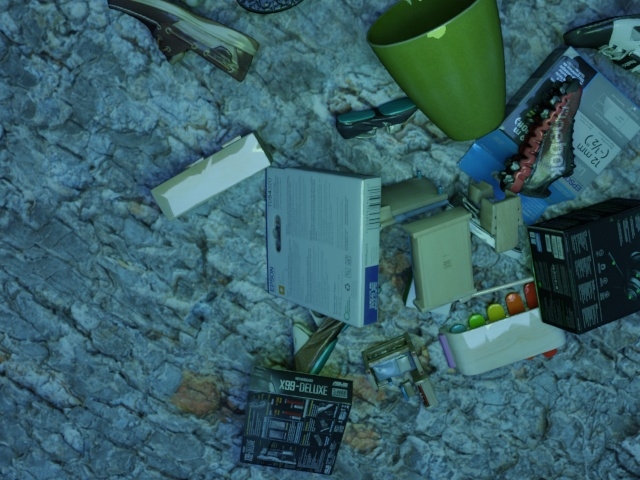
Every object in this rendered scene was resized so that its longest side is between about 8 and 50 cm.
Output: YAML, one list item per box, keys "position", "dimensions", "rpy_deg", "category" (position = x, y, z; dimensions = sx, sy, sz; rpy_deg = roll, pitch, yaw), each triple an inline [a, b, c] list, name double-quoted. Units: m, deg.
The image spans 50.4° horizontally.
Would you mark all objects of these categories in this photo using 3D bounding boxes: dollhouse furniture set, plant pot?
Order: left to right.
- position: [0.200, 0.351, 1.674]
  dimensions: [0.129, 0.129, 0.184]
  rpy_deg: [-24, 102, 5]
  category: "dollhouse furniture set"
- position: [0.252, -0.026, 1.552]
  dimensions: [0.286, 0.303, 0.198]
  rpy_deg: [-19, 121, -14]
  category: "dollhouse furniture set"
- position: [0.284, -0.369, 1.460]
  dimensions: [0.275, 0.275, 0.293]
  rpy_deg: [-29, 120, 6]
  category: "plant pot"

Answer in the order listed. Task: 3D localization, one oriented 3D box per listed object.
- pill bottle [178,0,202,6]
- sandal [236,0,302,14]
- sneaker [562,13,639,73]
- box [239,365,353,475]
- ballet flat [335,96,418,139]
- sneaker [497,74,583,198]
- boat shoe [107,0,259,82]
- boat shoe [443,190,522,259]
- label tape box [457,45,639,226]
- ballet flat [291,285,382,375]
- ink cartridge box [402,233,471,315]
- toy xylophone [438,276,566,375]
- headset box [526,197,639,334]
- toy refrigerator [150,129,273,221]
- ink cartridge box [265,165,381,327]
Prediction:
- position: [-0.359, -0.615, 1.436]
  dimensions: [0.264, 0.153, 0.153]
  rpy_deg: [22, 102, -5]
  category: "pill bottle"
- position: [-0.026, -0.665, 1.466]
  dimensions: [0.167, 0.107, 0.446]
  rpy_deg: [35, 88, -7]
  category: "sandal"
- position: [0.707, -0.425, 1.507]
  dimensions: [0.330, 0.122, 0.146]
  rpy_deg: [-3, 101, 0]
  category: "sneaker"
- position: [-0.064, 0.445, 1.654]
  dimensions: [0.242, 0.076, 0.307]
  rpy_deg: [9, 130, -2]
  category: "box"
- position: [0.135, -0.276, 1.568]
  dimensions: [0.203, 0.074, 0.074]
  rpy_deg: [-15, 103, -4]
  category: "ballet flat"
- position: [0.497, -0.209, 1.454]
  dimensions: [0.135, 0.097, 0.276]
  rpy_deg: [23, 108, -4]
  category: "sneaker"
- position: [-0.312, -0.446, 1.495]
  dimensions: [0.342, 0.123, 0.123]
  rpy_deg: [20, 101, -11]
  category: "boat shoe"
- position: [0.399, -0.035, 1.615]
  dimensions: [0.219, 0.078, 0.070]
  rpy_deg: [35, 101, -6]
  category: "boat shoe"
- position: [0.525, -0.226, 1.556]
  dimensions: [0.249, 0.115, 0.348]
  rpy_deg: [39, 98, -8]
  category: "label tape box"
- position: [0.008, 0.208, 1.659]
  dimensions: [0.124, 0.116, 0.342]
  rpy_deg: [37, 100, 12]
  category: "ballet flat"
- position: [0.279, 0.067, 1.644]
  dimensions: [0.109, 0.062, 0.209]
  rpy_deg: [13, 102, -3]
  category: "ink cartridge box"
- position: [0.451, 0.205, 1.668]
  dimensions: [0.322, 0.081, 0.236]
  rpy_deg: [-11, 103, 2]
  category: "toy xylophone"
- position: [0.647, 0.050, 1.572]
  dimensions: [0.283, 0.131, 0.246]
  rpy_deg: [-17, 103, -17]
  category: "headset box"
- position: [-0.250, -0.154, 1.568]
  dimensions: [0.269, 0.102, 0.094]
  rpy_deg: [-28, 101, 6]
  category: "toy refrigerator"
- position: [0.000, 0.000, 1.548]
  dimensions: [0.071, 0.330, 0.324]
  rpy_deg: [-11, 107, -39]
  category: "ink cartridge box"
